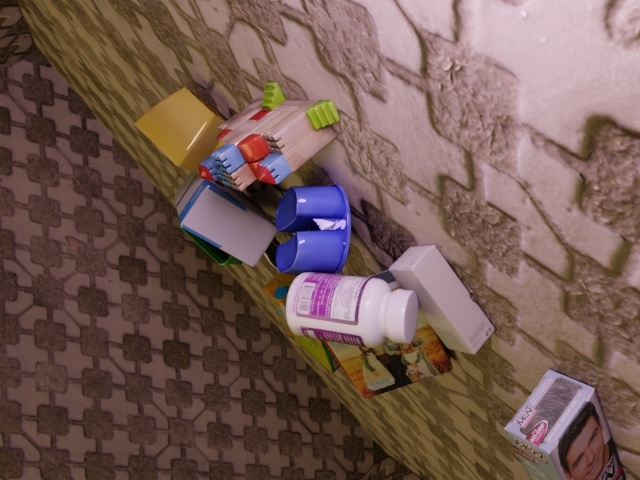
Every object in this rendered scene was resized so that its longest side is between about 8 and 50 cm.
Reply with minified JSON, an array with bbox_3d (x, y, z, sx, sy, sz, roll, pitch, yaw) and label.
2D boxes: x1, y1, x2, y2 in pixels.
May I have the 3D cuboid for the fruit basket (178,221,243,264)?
[{"bbox_3d":[-0.469,-0.096,2.107,0.392,0.283,0.392,39,176,3],"label":"fruit basket"}]

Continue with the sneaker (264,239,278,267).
[{"bbox_3d":[-0.247,0.006,2.036,0.108,0.100,0.272,28,153,55],"label":"sneaker"}]

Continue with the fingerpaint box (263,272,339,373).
[{"bbox_3d":[-0.049,0.386,2.246,0.371,0.163,0.445,34,156,31],"label":"fingerpaint box"}]

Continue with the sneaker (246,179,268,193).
[{"bbox_3d":[-0.251,-0.268,1.519,0.118,0.107,0.279,52,161,28],"label":"sneaker"}]

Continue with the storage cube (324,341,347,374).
[{"bbox_3d":[0.128,0.289,1.545,0.184,0.193,0.215,-94,-23,-58],"label":"storage cube"}]

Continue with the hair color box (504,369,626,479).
[{"bbox_3d":[0.584,0.505,1.104,0.113,0.185,0.375,16,144,57],"label":"hair color box"}]

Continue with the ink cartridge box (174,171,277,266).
[{"bbox_3d":[-0.347,-0.102,1.671,0.285,0.166,0.395,32,-175,-27],"label":"ink cartridge box"}]

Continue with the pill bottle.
[{"bbox_3d":[0.080,0.172,1.159,0.301,0.169,0.169,4,139,27],"label":"pill bottle"}]

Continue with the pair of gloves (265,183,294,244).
[{"bbox_3d":[-0.121,-0.073,1.628,0.204,0.042,0.240,41,145,40],"label":"pair of gloves"}]

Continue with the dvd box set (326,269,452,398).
[{"bbox_3d":[0.187,0.286,1.396,0.062,0.307,0.421,-93,-22,-56],"label":"dvd box set"}]

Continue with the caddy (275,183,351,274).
[{"bbox_3d":[-0.012,-0.022,1.302,0.341,0.179,0.242,151,118,-71],"label":"caddy"}]

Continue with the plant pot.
[{"bbox_3d":[-0.409,-0.352,1.491,0.212,0.187,0.212,43,-171,13],"label":"plant pot"}]

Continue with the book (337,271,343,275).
[{"bbox_3d":[0.024,0.102,1.747,0.144,0.035,0.096,30,151,40],"label":"book"}]

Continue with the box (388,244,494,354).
[{"bbox_3d":[0.298,0.145,1.156,0.275,0.094,0.113,53,160,-13],"label":"box"}]

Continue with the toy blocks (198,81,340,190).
[{"bbox_3d":[-0.155,-0.231,1.140,0.381,0.261,0.191,22,149,50],"label":"toy blocks"}]

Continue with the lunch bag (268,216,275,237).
[{"bbox_3d":[-0.212,-0.047,1.902,0.065,0.067,0.098,41,161,19],"label":"lunch bag"}]
